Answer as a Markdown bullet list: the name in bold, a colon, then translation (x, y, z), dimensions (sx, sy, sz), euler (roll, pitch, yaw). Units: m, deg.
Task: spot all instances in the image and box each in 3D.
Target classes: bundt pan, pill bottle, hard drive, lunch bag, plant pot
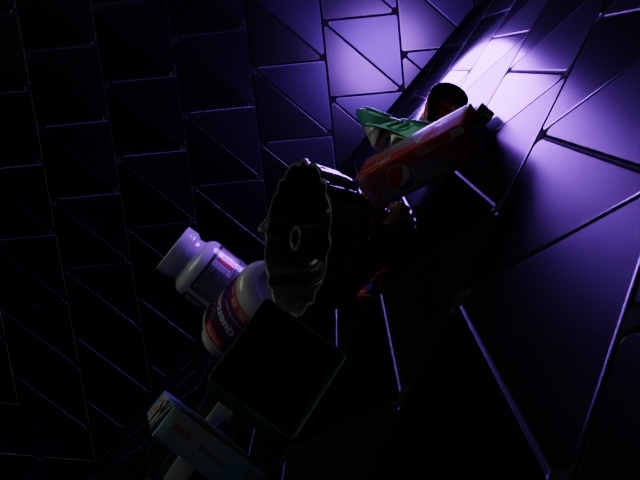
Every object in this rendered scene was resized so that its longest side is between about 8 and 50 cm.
- **bundt pan**: translation (0.000, 0.000, 1.617), dimensions (0.331, 0.124, 0.331), euler (-16, 72, 62)
- **pill bottle**: translation (-0.194, 0.197, 2.048), dimensions (0.323, 0.181, 0.181), euler (-44, 10, 46)
- **hard drive**: translation (-0.276, 0.453, 1.776), dimensions (0.255, 0.054, 0.172), euler (-53, 8, -18)
- **lunch bag**: translation (-0.203, 0.399, 1.558), dimensions (0.067, 0.065, 0.098), euler (-37, 3, -11)
- **pill bottle**: translation (-0.339, 0.134, 2.539), dimensions (0.210, 0.363, 0.210), euler (-50, 8, 9)
- **plant pot**: translation (-0.091, 0.238, 1.327), dimensions (0.165, 0.165, 0.234), euler (-54, 0, -24)

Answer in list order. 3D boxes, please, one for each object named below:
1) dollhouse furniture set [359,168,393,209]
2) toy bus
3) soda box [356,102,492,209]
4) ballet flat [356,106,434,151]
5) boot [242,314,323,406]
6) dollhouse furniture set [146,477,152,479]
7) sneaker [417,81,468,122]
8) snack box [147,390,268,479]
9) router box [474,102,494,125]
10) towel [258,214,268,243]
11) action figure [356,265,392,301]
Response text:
- **dollhouse furniture set**: translation (0.074, -0.047, 1.979), dimensions (0.262, 0.135, 0.259), euler (-49, 19, 18)
- **toy bus**: translation (0.108, -0.041, 1.666), dimensions (0.202, 0.104, 0.191), euler (-51, 7, 5)
- **soda box**: translation (0.200, -0.162, 1.526), dimensions (0.263, 0.083, 0.092), euler (-26, 22, 35)
- **ballet flat**: translation (0.157, -0.230, 1.692), dimensions (0.247, 0.083, 0.087), euler (21, 82, 40)
- **boot**: translation (-0.095, 0.238, 1.588), dimensions (0.263, 0.091, 0.229), euler (-53, 7, 5)
- **dollhouse furniture set**: translation (-0.410, 0.620, 1.761), dimensions (0.076, 0.058, 0.152), euler (-45, 9, 43)
- **sneaker**: translation (0.248, -0.219, 1.809), dimensions (0.314, 0.116, 0.136), euler (-55, -12, -24)
- **snack box**: translation (-0.203, 0.345, 1.330), dimensions (0.060, 0.187, 0.322), euler (-53, 8, -13)
- **router box**: translation (0.303, -0.225, 1.637), dimensions (0.122, 0.038, 0.092), euler (-53, 7, -8)
- **towel**: translation (-0.051, -0.036, 2.187), dimensions (0.284, 0.121, 0.235), euler (-58, -28, -34)
- **action figure**: translation (0.094, 0.086, 1.419), dimensions (0.038, 0.030, 0.115), euler (-49, 0, -34)
